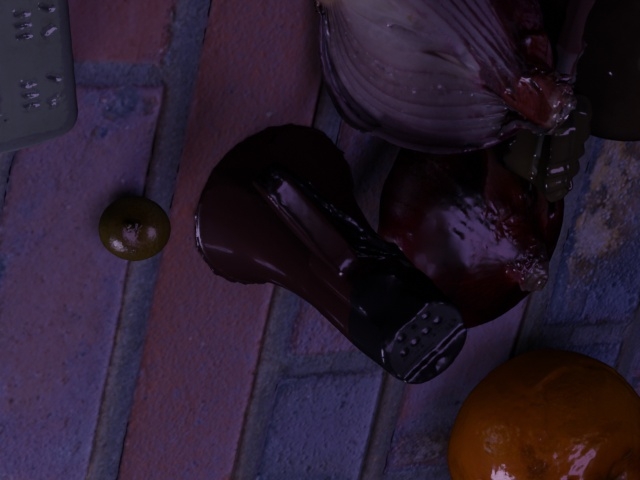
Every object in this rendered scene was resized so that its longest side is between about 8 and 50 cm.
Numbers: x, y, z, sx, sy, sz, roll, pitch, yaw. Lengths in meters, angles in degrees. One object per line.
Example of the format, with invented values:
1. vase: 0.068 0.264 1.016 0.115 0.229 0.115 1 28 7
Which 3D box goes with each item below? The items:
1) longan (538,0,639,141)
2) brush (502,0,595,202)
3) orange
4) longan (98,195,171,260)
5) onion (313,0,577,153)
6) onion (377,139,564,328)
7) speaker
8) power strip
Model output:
1. longan: 0.361 -0.247 1.937 0.297 0.297 0.297 -16 124 -25
2. brush: 0.248 -0.158 1.832 0.071 0.084 0.301 -44 157 -34
3. orange: 0.290 0.264 2.223 0.261 0.261 0.261 -16 124 -25
4. longan: -0.193 -0.013 1.841 0.075 0.083 0.075 0 87 -6
5. onion: 0.158 -0.208 1.804 0.159 0.349 0.267 -26 139 -40
6. onion: 0.186 -0.013 2.010 0.272 0.195 0.272 -27 127 -41
7. speaker: 0.014 -0.012 1.831 0.198 0.329 0.259 -24 120 -20
8. power strip: -0.329 -0.201 1.656 0.194 0.059 0.265 -17 125 -25
